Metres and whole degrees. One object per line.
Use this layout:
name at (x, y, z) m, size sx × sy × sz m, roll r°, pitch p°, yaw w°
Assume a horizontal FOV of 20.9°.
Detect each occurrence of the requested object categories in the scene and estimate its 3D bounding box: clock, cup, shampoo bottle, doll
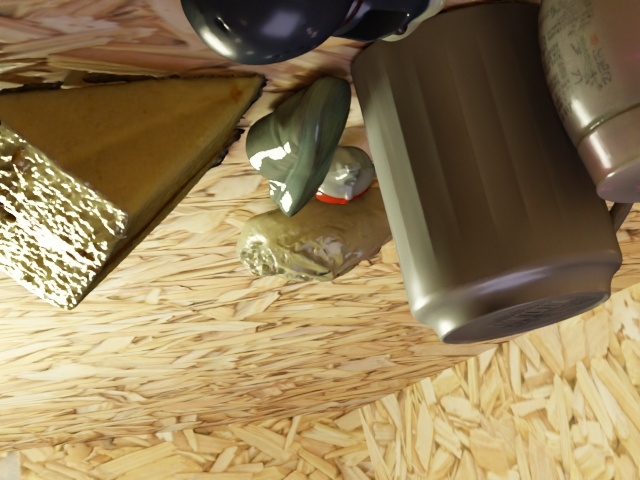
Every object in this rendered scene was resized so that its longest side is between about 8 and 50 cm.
clock at (-0.007, -0.232, 1.496) m, size 0.243 × 0.146 × 0.199 m, roll -11°, pitch 172°, yaw -40°
cup at (0.223, -0.076, 1.920) m, size 0.323 × 0.327 × 0.237 m, roll -13°, pitch 166°, yaw -9°
shampoo bottle at (0.366, -0.184, 1.763) m, size 0.273 × 0.266 × 0.273 m, roll -13°, pitch 167°, yaw -3°
doll at (0.022, -0.082, 2.215) m, size 0.102 × 0.075 × 0.227 m, roll -13°, pitch 178°, yaw -8°

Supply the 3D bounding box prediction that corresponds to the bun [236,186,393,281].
bun at (0.000, 0.000, 2.396) m, size 0.237 × 0.116 × 0.210 m, roll -18°, pitch 174°, yaw 12°

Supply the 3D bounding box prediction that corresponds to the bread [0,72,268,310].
bread at (-0.240, -0.109, 1.906) m, size 0.346 × 0.242 × 0.405 m, roll -43°, pitch -172°, yaw 49°

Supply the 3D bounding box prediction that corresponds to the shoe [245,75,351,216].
shoe at (-0.032, -0.119, 2.020) m, size 0.100 × 0.103 × 0.251 m, roll 28°, pitch 150°, yaw 7°
